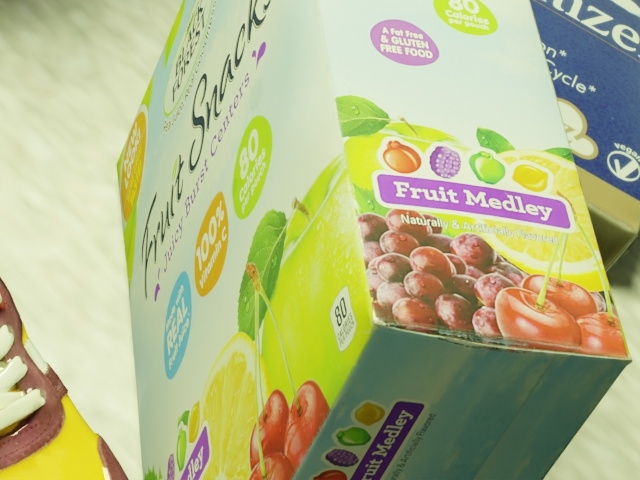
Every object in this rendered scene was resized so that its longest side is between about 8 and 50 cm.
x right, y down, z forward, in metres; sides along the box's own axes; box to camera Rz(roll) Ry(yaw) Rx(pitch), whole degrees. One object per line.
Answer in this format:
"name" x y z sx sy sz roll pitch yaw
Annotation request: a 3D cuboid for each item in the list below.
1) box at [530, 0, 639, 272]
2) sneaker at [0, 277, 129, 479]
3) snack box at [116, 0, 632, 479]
"box" 0.082 -0.097 0.758 0.136 0.036 0.225 30 44 -3
"sneaker" -0.112 0.028 0.537 0.185 0.084 0.069 41 47 18
"snack box" 0.000 0.000 0.544 0.070 0.174 0.207 9 46 -18
